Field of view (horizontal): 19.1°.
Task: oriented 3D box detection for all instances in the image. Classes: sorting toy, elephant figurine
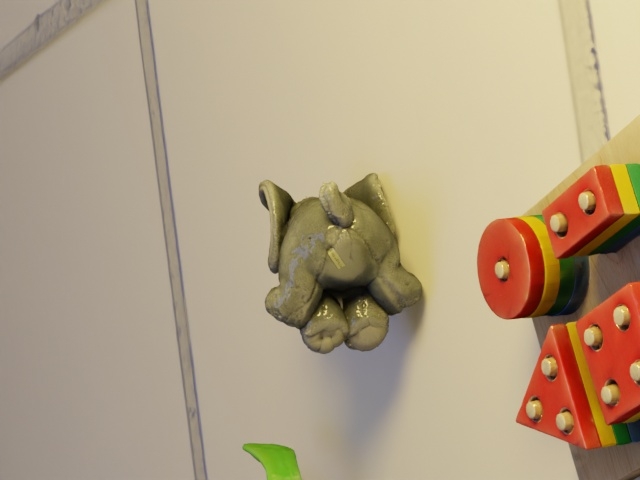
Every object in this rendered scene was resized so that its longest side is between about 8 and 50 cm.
[{"bbox_3d":[0.229,0.060,1.583,0.255,0.089,0.257,-46,54,57],"label":"sorting toy"},{"bbox_3d":[0.000,0.000,1.987,0.186,0.169,0.239,-51,25,16],"label":"elephant figurine"}]

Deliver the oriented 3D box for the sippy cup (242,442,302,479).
[{"bbox_3d":[-0.085,0.394,2.155,0.305,0.240,0.224,-46,24,1],"label":"sippy cup"}]
